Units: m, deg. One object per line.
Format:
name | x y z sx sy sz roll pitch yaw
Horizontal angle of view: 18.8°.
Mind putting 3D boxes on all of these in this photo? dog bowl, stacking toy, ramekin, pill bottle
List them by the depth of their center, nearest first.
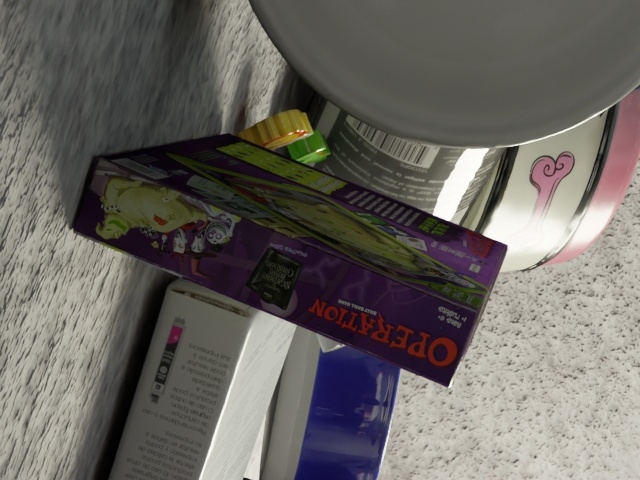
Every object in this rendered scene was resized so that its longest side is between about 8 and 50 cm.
ramekin | 0.079 -0.187 1.078 0.127 0.273 0.273 -155 -96 -85
stacking toy | 0.013 -0.008 1.430 0.221 0.052 0.167 2 66 -78
pill bottle | 0.064 -0.083 1.602 0.278 0.162 0.162 116 -2 -52
dog bowl | 0.013 0.110 1.818 0.265 0.104 0.265 -170 -90 -88
dog bowl | 0.184 -0.151 1.873 0.408 0.150 0.408 -174 -90 -73

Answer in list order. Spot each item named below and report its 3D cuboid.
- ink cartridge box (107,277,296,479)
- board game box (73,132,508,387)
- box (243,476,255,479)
ink cartridge box | -0.096 0.161 1.399 0.324 0.071 0.330 -48 158 -78
board game box | 0.000 0.000 1.118 0.347 0.208 0.056 -30 138 -80
box | 0.019 0.432 1.929 0.312 0.343 0.179 100 8 -48
